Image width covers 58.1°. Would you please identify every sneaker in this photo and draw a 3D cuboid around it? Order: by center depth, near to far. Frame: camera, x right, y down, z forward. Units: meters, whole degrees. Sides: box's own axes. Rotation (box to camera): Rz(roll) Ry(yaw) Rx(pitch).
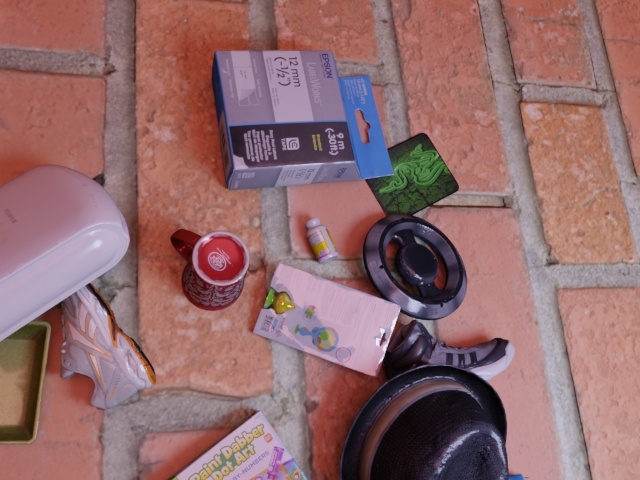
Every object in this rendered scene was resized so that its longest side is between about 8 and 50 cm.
[{"bbox_3d":[-0.387,0.156,0.934,0.121,0.099,0.262,-36,83,-15],"label":"sneaker"},{"bbox_3d":[0.231,0.207,1.076,0.269,0.101,0.153,-23,83,-17],"label":"sneaker"}]

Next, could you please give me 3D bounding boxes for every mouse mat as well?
[{"bbox_3d":[0.189,-0.135,1.222,0.190,0.007,0.152,-28,82,-22],"label":"mouse mat"}]

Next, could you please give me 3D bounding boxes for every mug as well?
[{"bbox_3d":[-0.193,0.046,0.976,0.150,0.169,0.113,18,71,-10],"label":"mug"}]

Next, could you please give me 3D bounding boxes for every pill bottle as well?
[{"bbox_3d":[0.000,0.000,1.109,0.043,0.043,0.083,-20,80,-20],"label":"pill bottle"}]

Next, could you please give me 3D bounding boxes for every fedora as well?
[{"bbox_3d":[0.194,0.377,0.937,0.334,0.152,0.334,-1,96,-13],"label":"fedora"}]

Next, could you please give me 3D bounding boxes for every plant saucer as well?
[{"bbox_3d":[-0.530,0.220,0.900,0.188,0.045,0.188,4,73,-14],"label":"plant saucer"}]

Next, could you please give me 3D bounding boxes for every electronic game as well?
[{"bbox_3d":[0.187,0.048,1.125,0.229,0.048,0.229,13,55,-20],"label":"electronic game"}]

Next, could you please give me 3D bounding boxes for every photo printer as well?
[{"bbox_3d":[-0.465,0.009,0.892,0.307,0.107,0.256,-36,48,-21],"label":"photo printer"}]

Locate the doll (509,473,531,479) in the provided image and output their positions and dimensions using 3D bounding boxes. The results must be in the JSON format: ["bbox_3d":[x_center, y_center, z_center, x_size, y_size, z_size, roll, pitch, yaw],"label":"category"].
[{"bbox_3d":[0.360,0.498,1.055,0.189,0.046,0.129,41,67,-1],"label":"doll"}]

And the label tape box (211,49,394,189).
[{"bbox_3d":[-0.025,-0.244,1.139,0.348,0.115,0.249,-7,74,-15],"label":"label tape box"}]

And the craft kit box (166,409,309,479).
[{"bbox_3d":[-0.129,0.453,0.934,0.250,0.061,0.246,-35,82,-22],"label":"craft kit box"}]

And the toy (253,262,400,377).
[{"bbox_3d":[0.011,0.144,1.059,0.237,0.056,0.136,20,83,-1],"label":"toy"}]
